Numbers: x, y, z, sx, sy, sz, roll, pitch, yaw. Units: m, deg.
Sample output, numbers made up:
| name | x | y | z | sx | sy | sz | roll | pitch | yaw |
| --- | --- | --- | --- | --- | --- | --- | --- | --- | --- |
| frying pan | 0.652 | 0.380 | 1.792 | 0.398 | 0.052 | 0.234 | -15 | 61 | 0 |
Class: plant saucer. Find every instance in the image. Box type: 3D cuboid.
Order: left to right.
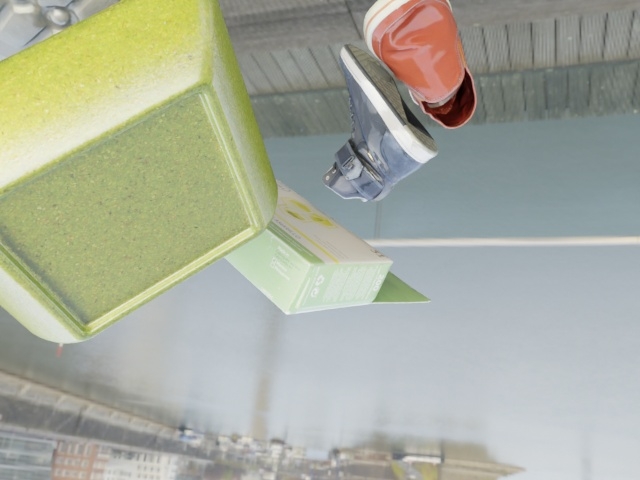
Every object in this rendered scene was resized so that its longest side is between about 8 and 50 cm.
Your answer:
| name | x | y | z | sx | sy | sz | roll | pitch | yaw |
| --- | --- | --- | --- | --- | --- | --- | --- | --- | --- |
| plant saucer | -0.109 | -0.022 | 0.364 | 0.188 | 0.045 | 0.188 | -32 | 148 | -12 |

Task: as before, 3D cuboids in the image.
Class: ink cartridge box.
| name | x | y | z | sx | sy | sz | roll | pitch | yaw |
| --- | --- | --- | --- | --- | --- | --- | --- | --- | --- |
| ink cartridge box | 0.000 | 0.000 | 0.646 | 0.171 | 0.056 | 0.235 | 37 | -158 | 33 |

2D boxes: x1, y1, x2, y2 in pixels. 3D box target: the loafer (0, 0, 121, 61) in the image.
| name | x | y | z | sx | sy | sz | roll | pitch | yaw |
| --- | --- | --- | --- | --- | --- | --- | --- | --- | --- |
| loafer | -0.181 | -0.154 | 0.415 | 0.319 | 0.111 | 0.112 | -24 | 149 | 34 |

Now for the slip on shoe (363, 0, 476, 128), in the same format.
| name | x | y | z | sx | sy | sz | roll | pitch | yaw |
| --- | --- | --- | --- | --- | --- | --- | --- | --- | --- |
| slip on shoe | 0.156 | -0.252 | 0.931 | 0.123 | 0.101 | 0.331 | -36 | 156 | 11 |

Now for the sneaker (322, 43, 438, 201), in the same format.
| name | x | y | z | sx | sy | sz | roll | pitch | yaw |
| --- | --- | --- | --- | --- | --- | --- | --- | --- | --- |
| sneaker | 0.050 | -0.162 | 0.962 | 0.086 | 0.226 | 0.163 | 2 | 143 | -47 |
